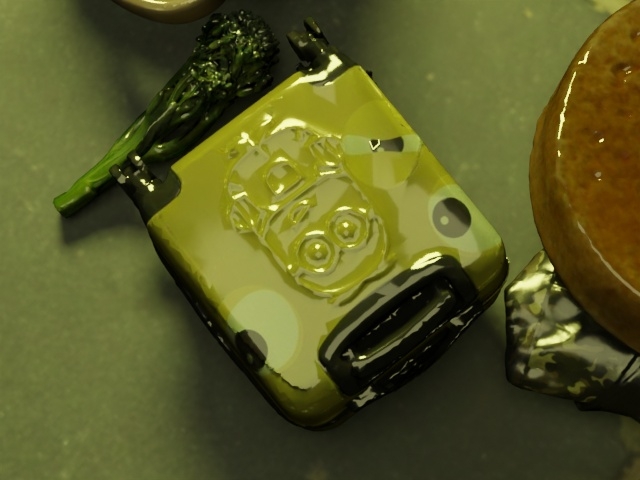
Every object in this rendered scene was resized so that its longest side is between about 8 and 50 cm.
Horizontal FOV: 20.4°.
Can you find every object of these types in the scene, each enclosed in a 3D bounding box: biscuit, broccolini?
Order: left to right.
[{"bbox_3d":[-0.105,-0.082,1.279,0.068,0.091,0.202,38,104,-19],"label":"broccolini"},{"bbox_3d":[0.346,-0.036,1.199,0.394,0.070,0.350,28,66,6],"label":"biscuit"}]

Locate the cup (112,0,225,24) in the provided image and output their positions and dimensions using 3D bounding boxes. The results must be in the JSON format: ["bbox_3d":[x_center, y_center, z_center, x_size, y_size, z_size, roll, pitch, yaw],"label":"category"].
[{"bbox_3d":[-0.103,-0.282,1.252,0.200,0.191,0.253,19,86,12],"label":"cup"}]

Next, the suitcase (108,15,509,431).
[{"bbox_3d":[0.000,0.000,1.201,0.194,0.143,0.235,-37,76,-4],"label":"suitcase"}]

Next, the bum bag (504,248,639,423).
[{"bbox_3d":[0.236,0.090,1.198,0.248,0.069,0.102,23,65,8],"label":"bum bag"}]
